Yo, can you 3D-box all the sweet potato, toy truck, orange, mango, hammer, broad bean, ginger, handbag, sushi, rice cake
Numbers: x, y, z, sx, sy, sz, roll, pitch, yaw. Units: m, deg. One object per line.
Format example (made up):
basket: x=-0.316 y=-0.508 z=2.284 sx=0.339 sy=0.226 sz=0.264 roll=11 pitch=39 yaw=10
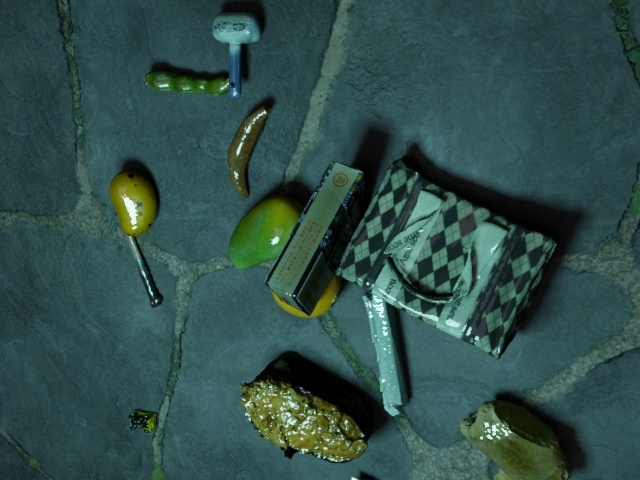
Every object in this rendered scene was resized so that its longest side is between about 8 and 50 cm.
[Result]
sweet potato: x=-0.186 y=-0.222 z=1.623 sx=0.078 sy=0.058 sz=0.255 roll=16 pitch=119 yaw=-5
toy truck: x=-0.545 y=0.558 z=2.045 sx=0.083 sy=0.054 sz=0.049 roll=6 pitch=110 yaw=21
orange: x=-0.035 y=0.104 z=1.621 sx=0.178 sy=0.155 sz=0.177 roll=15 pitch=126 yaw=21
mango: x=-0.495 y=-0.101 z=1.768 sx=0.115 sy=0.090 sz=0.177 roll=-19 pitch=103 yaw=-12
hammer: x=-0.195 y=-0.429 z=1.533 sx=0.116 sy=0.069 sz=0.193 roll=7 pitch=101 yaw=20
broad bean: x=-0.318 y=-0.387 z=1.623 sx=0.257 sy=0.052 sz=0.052 roll=7 pitch=151 yaw=18
hammer: x=-0.513 y=0.056 z=1.870 sx=0.111 sy=0.033 sz=0.287 roll=-15 pitch=102 yaw=26
ginger: x=0.455 y=0.500 z=1.565 sx=0.276 sy=0.130 sz=0.221 roll=25 pitch=125 yaw=20
handbag: x=0.279 y=0.026 z=1.460 sx=0.416 sy=0.180 sz=0.316 roll=26 pitch=108 yaw=18
mango: x=-0.134 y=-0.017 z=1.629 sx=0.251 sy=0.114 sz=0.156 roll=-35 pitch=58 yaw=41
sushi: x=-0.038 y=0.464 z=1.717 sx=0.349 sy=0.207 sz=0.234 roll=22 pitch=108 yaw=12
rice cake: x=0.168 y=0.276 z=1.641 sx=0.063 sy=0.066 sz=0.336 roll=-3 pitch=106 yaw=33

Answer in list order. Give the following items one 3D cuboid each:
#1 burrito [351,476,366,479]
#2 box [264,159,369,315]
burrito: x=0.086 y=0.823 z=1.859 sx=0.117 sy=0.076 sz=0.391 roll=22 pitch=115 yaw=13
box: x=0.000 y=0.000 z=1.460 sx=0.084 sy=0.198 sz=0.310 roll=25 pitch=78 yaw=15
